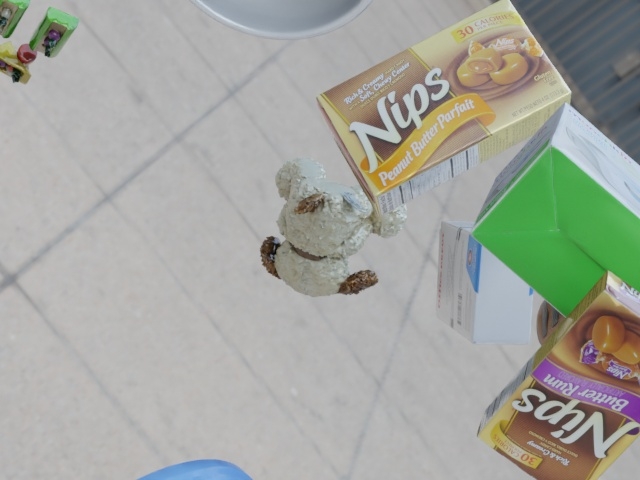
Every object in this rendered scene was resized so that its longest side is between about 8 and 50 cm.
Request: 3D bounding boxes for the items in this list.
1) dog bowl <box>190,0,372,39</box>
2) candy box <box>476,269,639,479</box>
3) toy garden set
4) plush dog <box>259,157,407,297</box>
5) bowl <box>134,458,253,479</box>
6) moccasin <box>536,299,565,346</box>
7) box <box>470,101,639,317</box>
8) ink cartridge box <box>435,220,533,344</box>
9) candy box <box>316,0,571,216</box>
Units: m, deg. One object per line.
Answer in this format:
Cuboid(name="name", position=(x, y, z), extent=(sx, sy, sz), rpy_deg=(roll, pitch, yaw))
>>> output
Cuboid(name="dog bowl", position=(-0.046, -0.357, 1.403), extent=(0.265, 0.265, 0.104), rpy_deg=(44, 40, -27))
Cuboid(name="candy box", position=(0.236, 0.132, 1.117), extent=(0.109, 0.186, 0.053), rpy_deg=(35, 26, 0))
Cuboid(name="toy garden set", position=(-0.469, -0.289, 1.702), extent=(0.244, 0.204, 0.049), rpy_deg=(22, 69, -20))
Cuboid(name="plush dog", position=(0.000, 0.000, 2.299), extent=(0.262, 0.225, 0.210), rpy_deg=(18, 27, 17))
Cuboid(name="bowl", position=(-0.208, 0.422, 1.441), extent=(0.077, 0.391, 0.391), rpy_deg=(41, 12, 32))
Cuboid(name="moccasin", position=(0.515, 0.138, 1.905), extent=(0.380, 0.147, 0.139), rpy_deg=(20, 60, -17))
Cuboid(name="box", position=(0.295, 0.008, 1.274), extent=(0.262, 0.127, 0.231), rpy_deg=(41, 22, 1))
Cuboid(name="ink cartridge box", position=(0.228, 0.055, 1.782), extent=(0.203, 0.086, 0.148), rpy_deg=(-138, -130, -79))
Cuboid(name="candy box", position=(0.175, -0.192, 1.822), extent=(0.183, 0.316, 0.087), rpy_deg=(61, -2, 22))
